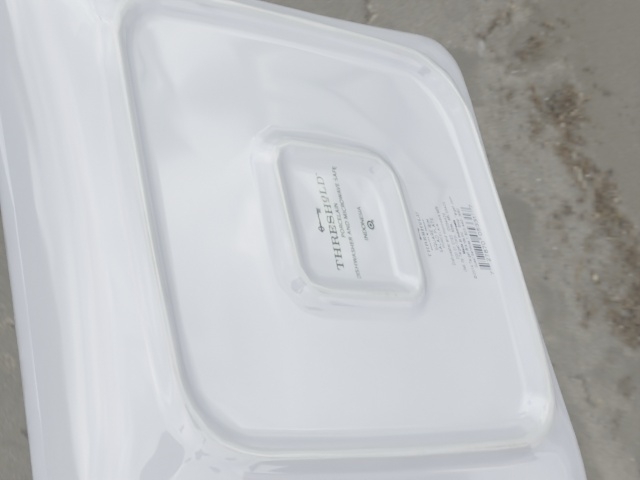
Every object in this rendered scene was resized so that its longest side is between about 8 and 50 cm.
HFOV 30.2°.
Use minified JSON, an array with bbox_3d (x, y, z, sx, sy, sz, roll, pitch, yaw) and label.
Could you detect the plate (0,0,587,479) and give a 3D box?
[{"bbox_3d":[0.000,0.000,0.506,0.278,0.045,0.277,6,61,-40],"label":"plate"}]
